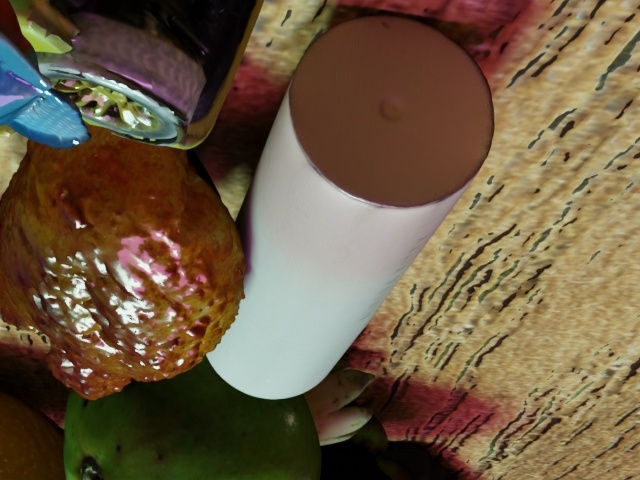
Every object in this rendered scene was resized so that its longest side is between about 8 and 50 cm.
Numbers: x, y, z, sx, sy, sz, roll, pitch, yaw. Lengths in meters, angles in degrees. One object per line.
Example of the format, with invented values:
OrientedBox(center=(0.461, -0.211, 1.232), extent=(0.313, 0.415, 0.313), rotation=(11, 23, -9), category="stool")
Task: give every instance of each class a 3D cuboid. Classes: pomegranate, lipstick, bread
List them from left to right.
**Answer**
OrientedBox(center=(-0.118, 0.017, 0.797), extent=(0.139, 0.095, 0.269), rotation=(54, 146, -1), category="bread")
OrientedBox(center=(-0.063, 0.134, 1.074), extent=(0.225, 0.187, 0.187), rotation=(-16, 174, -34), category="pomegranate")
OrientedBox(center=(0.000, 0.000, 0.776), extent=(0.087, 0.087, 0.327), rotation=(8, 160, -8), category="lipstick")

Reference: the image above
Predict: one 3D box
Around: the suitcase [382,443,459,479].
OrientedBox(center=(-0.012, 0.244, 1.486), extent=(0.285, 0.066, 0.206), rotation=(-2, 159, 19), category="suitcase")

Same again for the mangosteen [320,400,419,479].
OrientedBox(center=(-0.020, 0.234, 1.220), extent=(0.243, 0.243, 0.243), rotation=(4, 160, 2), category="mangosteen")

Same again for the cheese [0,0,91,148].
OrientedBox(center=(-0.158, -0.081, 0.309), extent=(0.256, 0.037, 0.106), rotation=(29, 165, -16), category="cheese")

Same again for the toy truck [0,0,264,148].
OrientedBox(center=(-0.126, -0.130, 0.398), extent=(0.157, 0.124, 0.272), rotation=(11, 163, 33), category="toy truck")

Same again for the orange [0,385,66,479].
OrientedBox(center=(-0.336, 0.247, 1.225), extent=(0.357, 0.322, 0.322), rotation=(-1, 163, -18), category="orange")
